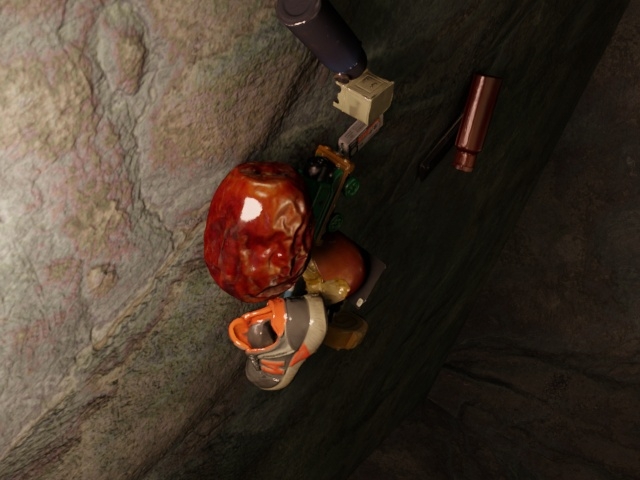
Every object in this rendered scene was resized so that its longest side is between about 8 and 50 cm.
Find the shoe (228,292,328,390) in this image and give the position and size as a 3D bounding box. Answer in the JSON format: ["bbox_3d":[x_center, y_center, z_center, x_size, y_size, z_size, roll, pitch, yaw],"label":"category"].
[{"bbox_3d":[-0.124,0.220,1.473,0.171,0.132,0.336,10,142,-26],"label":"shoe"}]

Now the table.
[{"bbox_3d":[0.079,-0.271,1.284,0.079,0.083,0.062,-42,154,-33],"label":"table"}]

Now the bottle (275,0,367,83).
[{"bbox_3d":[0.011,-0.319,1.094,0.244,0.072,0.082,17,83,-67],"label":"bottle"}]

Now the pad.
[{"bbox_3d":[0.057,0.059,1.548,0.004,0.193,0.116,23,101,-46],"label":"pad"}]

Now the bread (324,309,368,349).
[{"bbox_3d":[0.061,0.238,1.872,0.149,0.122,0.073,-17,132,-59],"label":"bread"}]

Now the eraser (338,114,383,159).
[{"bbox_3d":[0.084,-0.222,1.431,0.122,0.029,0.052,-48,156,-22],"label":"eraser"}]

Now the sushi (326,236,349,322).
[{"bbox_3d":[0.049,0.128,1.684,0.192,0.050,0.215,-77,-171,-63],"label":"sushi"}]

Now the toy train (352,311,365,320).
[{"bbox_3d":[0.079,0.264,2.042,0.138,0.050,0.087,-24,146,-55],"label":"toy train"}]

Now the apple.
[{"bbox_3d":[0.011,0.043,1.469,0.147,0.156,0.158,-37,129,-20],"label":"apple"}]

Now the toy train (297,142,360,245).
[{"bbox_3d":[-0.012,-0.084,1.345,0.136,0.091,0.228,-8,128,-48],"label":"toy train"}]

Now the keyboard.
[{"bbox_3d":[0.340,-0.262,1.905,0.230,0.025,0.094,-49,157,-19],"label":"keyboard"}]

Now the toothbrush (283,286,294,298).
[{"bbox_3d":[-0.093,0.192,1.632,0.025,0.019,0.276,-38,151,-50],"label":"toothbrush"}]

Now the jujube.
[{"bbox_3d":[-0.102,-0.013,1.154,0.183,0.183,0.243,-32,138,-46],"label":"jujube"}]

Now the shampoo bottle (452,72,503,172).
[{"bbox_3d":[0.419,-0.317,1.880,0.102,0.064,0.260,-7,117,-47],"label":"shampoo bottle"}]
